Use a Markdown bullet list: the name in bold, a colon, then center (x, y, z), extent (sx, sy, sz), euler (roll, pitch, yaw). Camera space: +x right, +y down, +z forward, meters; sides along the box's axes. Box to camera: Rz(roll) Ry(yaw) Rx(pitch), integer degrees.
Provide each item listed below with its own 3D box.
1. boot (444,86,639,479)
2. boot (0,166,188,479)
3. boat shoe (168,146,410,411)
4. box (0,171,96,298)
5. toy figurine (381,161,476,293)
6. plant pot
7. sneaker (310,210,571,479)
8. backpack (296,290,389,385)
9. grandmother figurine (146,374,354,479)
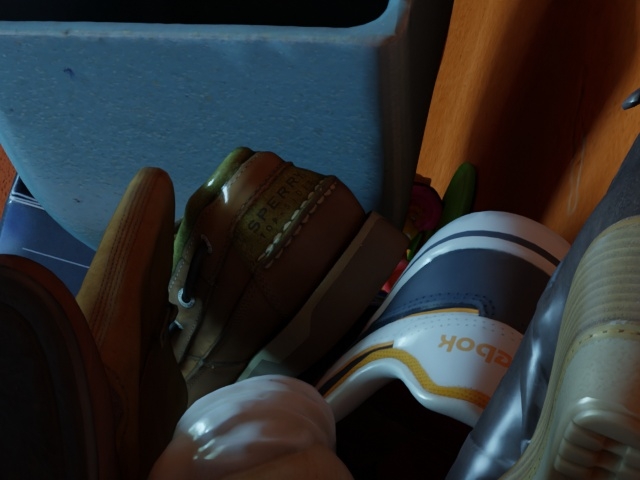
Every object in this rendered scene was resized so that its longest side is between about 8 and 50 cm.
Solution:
- **boot**: center (0.121, 0.038, 0.722), extent (0.207, 0.090, 0.248), euler (-62, -4, -33)
- **boot**: center (-0.093, 0.055, 0.785), extent (0.280, 0.096, 0.264), euler (-69, -20, -53)
- **boat shoe**: center (-0.054, 0.030, 1.020), extent (0.111, 0.104, 0.307), euler (-54, 5, -32)
- **box**: center (-0.153, 0.111, 1.594), extent (0.212, 0.293, 0.395), euler (-86, 14, -59)
- **toy figurine**: center (0.000, 0.000, 1.243), extent (0.130, 0.159, 0.173), euler (-84, 13, -52)
- **plant pot**: center (-0.043, -0.107, 1.095), extent (0.252, 0.248, 0.247), euler (80, -162, -46)
- **sneaker**: center (0.021, 0.131, 0.910), extent (0.127, 0.126, 0.321), euler (-63, -1, -49)
- **backpack**: center (0.027, 0.088, 1.083), extent (0.114, 0.105, 0.084), euler (-61, 6, 8)
- **grandmother figurine**: center (0.009, 0.183, 0.682), extent (0.208, 0.104, 0.342), euler (-55, 35, 27)
